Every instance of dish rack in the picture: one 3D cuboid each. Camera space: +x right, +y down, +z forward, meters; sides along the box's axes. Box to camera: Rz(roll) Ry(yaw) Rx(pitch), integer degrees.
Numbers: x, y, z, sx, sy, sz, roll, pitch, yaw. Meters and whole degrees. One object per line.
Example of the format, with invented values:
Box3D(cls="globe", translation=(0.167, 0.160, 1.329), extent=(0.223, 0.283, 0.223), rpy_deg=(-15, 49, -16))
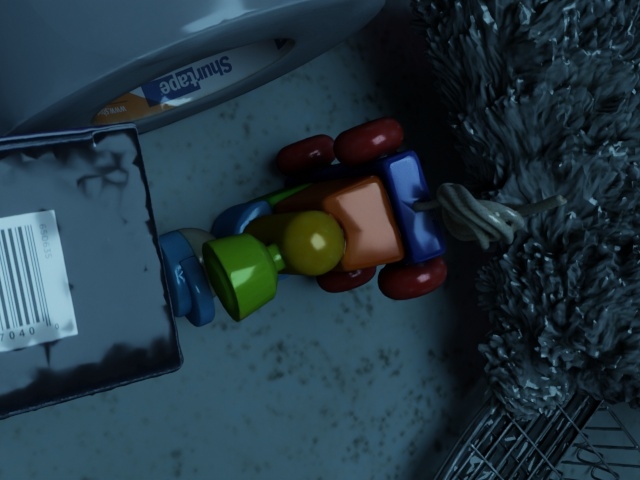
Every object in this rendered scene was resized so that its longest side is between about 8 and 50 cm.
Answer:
Box3D(cls="dish rack", translation=(0.189, 0.231, 0.693), extent=(0.208, 0.074, 0.271), rpy_deg=(-47, 108, -24))

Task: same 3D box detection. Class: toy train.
Box3D(cls="toy train", translation=(0.000, 0.000, 0.496), extent=(0.143, 0.248, 0.105), rpy_deg=(-23, 99, -23))

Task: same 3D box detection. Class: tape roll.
Box3D(cls="tape roll", translation=(-0.079, -0.114, 0.465), extent=(0.219, 0.219, 0.072), rpy_deg=(-25, 93, -28))

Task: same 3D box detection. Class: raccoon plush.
Box3D(cls="raccoon plush", translation=(0.113, -0.057, 0.542), extent=(0.446, 0.216, 0.299), rpy_deg=(22, 70, -38))

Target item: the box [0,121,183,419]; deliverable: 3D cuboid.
Box3D(cls="box", translation=(-0.176, 0.020, 0.416), extent=(0.153, 0.207, 0.108), rpy_deg=(-12, 94, -30))
